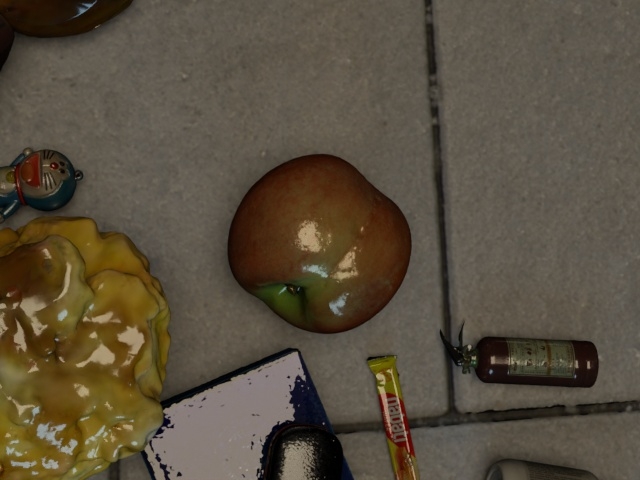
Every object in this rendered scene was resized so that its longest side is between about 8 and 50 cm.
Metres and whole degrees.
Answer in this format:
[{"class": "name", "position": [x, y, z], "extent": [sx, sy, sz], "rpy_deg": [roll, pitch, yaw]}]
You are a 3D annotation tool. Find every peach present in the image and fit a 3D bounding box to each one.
[{"class": "peach", "position": [0.000, 0.000, 1.860], "extent": [0.252, 0.252, 0.252], "rpy_deg": [1, 86, -8]}]

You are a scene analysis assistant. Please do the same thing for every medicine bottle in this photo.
[{"class": "medicine bottle", "position": [0.351, 0.396, 1.923], "extent": [0.215, 0.135, 0.135], "rpy_deg": [10, 84, -8]}]

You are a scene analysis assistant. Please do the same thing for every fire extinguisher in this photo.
[{"class": "fire extinguisher", "position": [0.292, 0.168, 1.971], "extent": [0.231, 0.071, 0.099], "rpy_deg": [5, 57, -6]}]

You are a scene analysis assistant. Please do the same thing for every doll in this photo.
[{"class": "doll", "position": [-0.411, -0.082, 1.880], "extent": [0.152, 0.085, 0.114], "rpy_deg": [-7, 68, 2]}]

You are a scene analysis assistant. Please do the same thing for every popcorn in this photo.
[{"class": "popcorn", "position": [-0.375, 0.156, 1.747], "extent": [0.390, 0.354, 0.344], "rpy_deg": [-30, 93, 32]}]

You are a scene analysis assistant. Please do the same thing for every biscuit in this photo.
[{"class": "biscuit", "position": [0.120, 0.311, 1.953], "extent": [0.048, 0.026, 0.292], "rpy_deg": [-13, 87, 11]}]

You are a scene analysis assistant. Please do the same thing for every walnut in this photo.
[{"class": "walnut", "position": [-0.366, -0.361, 1.885], "extent": [0.245, 0.137, 0.137], "rpy_deg": [-16, 88, -9]}]

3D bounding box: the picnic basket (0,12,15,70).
[{"class": "picnic basket", "position": [-0.553, -0.303, 1.831], "extent": [0.297, 0.222, 0.129], "rpy_deg": [47, 59, -2]}]

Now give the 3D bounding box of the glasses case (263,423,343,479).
[{"class": "glasses case", "position": [-0.033, 0.382, 1.795], "extent": [0.103, 0.067, 0.266], "rpy_deg": [9, 90, -9]}]

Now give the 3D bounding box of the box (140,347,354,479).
[{"class": "box", "position": [-0.101, 0.329, 1.879], "extent": [0.261, 0.116, 0.279], "rpy_deg": [-23, 91, -10]}]
